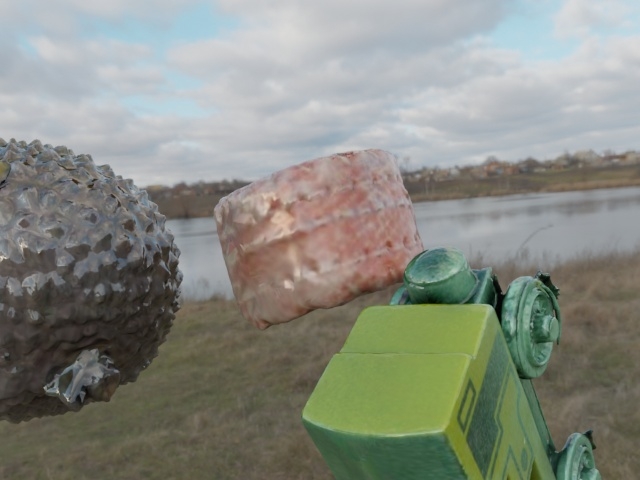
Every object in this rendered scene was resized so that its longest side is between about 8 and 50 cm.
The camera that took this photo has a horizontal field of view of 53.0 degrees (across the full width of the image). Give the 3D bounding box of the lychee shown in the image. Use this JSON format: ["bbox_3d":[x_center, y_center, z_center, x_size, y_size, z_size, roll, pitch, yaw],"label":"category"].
[{"bbox_3d":[-0.384,0.045,0.845,0.380,0.432,0.380,-31,-28,-19],"label":"lychee"}]

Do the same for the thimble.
[{"bbox_3d":[0.000,0.000,0.743,0.239,0.162,0.239,-17,-2,-1],"label":"thimble"}]

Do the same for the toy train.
[{"bbox_3d":[0.140,0.192,0.553,0.150,0.369,0.237,-6,33,35],"label":"toy train"}]

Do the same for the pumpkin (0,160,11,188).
[{"bbox_3d":[-0.283,0.011,0.298,0.149,0.130,0.254,-44,17,20],"label":"pumpkin"}]
